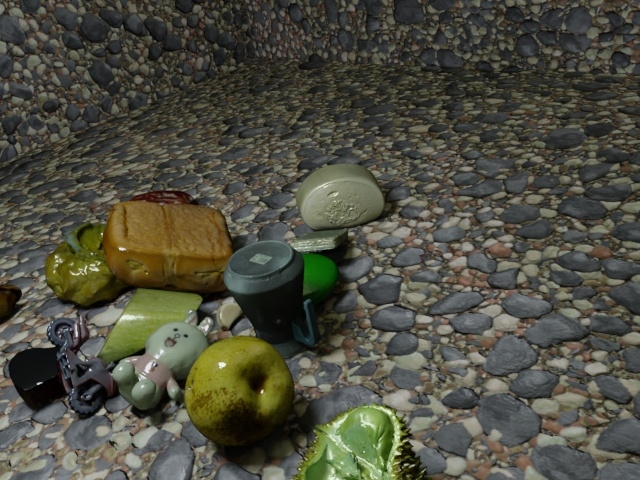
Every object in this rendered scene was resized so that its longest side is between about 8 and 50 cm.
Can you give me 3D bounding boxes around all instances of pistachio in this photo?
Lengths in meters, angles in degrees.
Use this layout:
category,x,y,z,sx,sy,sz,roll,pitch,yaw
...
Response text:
category,x,y,z,sx,sy,sz,roll,pitch,yaw
pistachio,-0.895,0.173,1.752,0.210,0.130,0.165,-23,-11,-19

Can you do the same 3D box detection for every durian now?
category,x,y,z,sx,sy,sz,roll,pitch,yaw
durian,0.060,0.363,0.957,0.200,0.176,0.237,-16,21,13

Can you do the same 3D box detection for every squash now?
category,x,y,z,sx,sy,sz,roll,pitch,yaw
squash,-0.392,0.200,1.544,0.155,0.204,0.236,28,31,-9

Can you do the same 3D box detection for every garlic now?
category,x,y,z,sx,sy,sz,roll,pitch,yaw
garlic,-0.217,0.175,1.562,0.053,0.041,0.083,35,44,-1

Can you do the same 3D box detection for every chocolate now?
category,x,y,z,sx,sy,sz,roll,pitch,yaw
chocolate,-0.594,0.301,1.436,0.149,0.080,0.125,-3,37,-1

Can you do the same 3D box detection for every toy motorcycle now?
category,x,y,z,sx,sy,sz,roll,pitch,yaw
toy motorcycle,-0.493,0.255,1.397,0.118,0.212,0.084,-13,-16,-39

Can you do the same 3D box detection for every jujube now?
category,x,y,z,sx,sy,sz,roll,pitch,yaw
jujube,-0.480,-0.064,1.964,0.243,0.183,0.183,-14,25,21

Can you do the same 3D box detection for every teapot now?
category,x,y,z,sx,sy,sz,roll,pitch,yaw
teapot,-0.089,0.131,1.398,0.203,0.225,0.171,16,41,40

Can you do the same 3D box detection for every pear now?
category,x,y,z,sx,sy,sz,roll,pitch,yaw
pear,-0.152,0.272,1.203,0.198,0.197,0.197,-9,28,5

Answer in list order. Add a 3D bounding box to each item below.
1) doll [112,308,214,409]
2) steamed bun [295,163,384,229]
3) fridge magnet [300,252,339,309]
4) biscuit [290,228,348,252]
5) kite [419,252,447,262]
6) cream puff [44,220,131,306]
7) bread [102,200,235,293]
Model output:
category,x,y,z,sx,sy,sz,roll,pitch,yaw
doll,-0.326,0.253,1.390,0.155,0.113,0.275,23,33,14
steamed bun,0.051,-0.139,1.920,0.250,0.154,0.200,-9,28,-1
fridge magnet,-0.056,0.098,1.590,0.208,0.088,0.208,-10,27,5
biscuit,0.000,0.000,1.734,0.121,0.040,0.199,-4,7,12
kite,0.275,0.047,1.649,0.044,0.002,0.078,-21,28,-16
cream puff,-0.618,0.047,1.807,0.282,0.185,0.281,-12,26,6
bread,-0.395,0.022,1.718,0.328,0.147,0.337,2,25,-21
